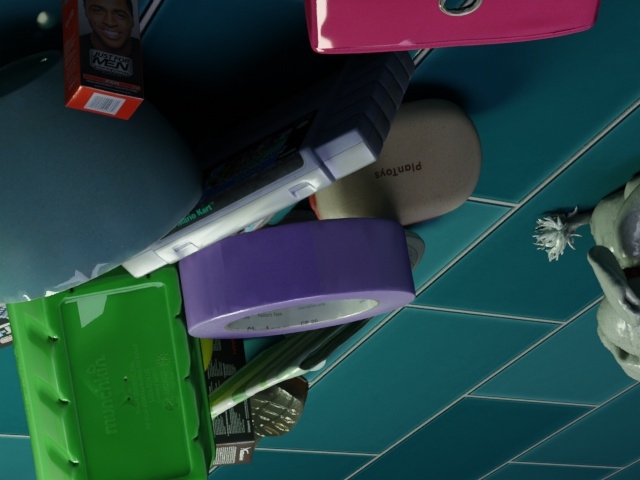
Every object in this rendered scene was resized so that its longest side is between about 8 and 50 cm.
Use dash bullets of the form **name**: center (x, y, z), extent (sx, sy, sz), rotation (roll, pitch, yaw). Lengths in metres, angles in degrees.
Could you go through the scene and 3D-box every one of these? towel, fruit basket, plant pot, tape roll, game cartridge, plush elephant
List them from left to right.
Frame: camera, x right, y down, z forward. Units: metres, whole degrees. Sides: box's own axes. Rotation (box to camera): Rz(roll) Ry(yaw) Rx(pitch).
- **plant pot**: center (-0.298, -0.093, 1.478), extent (0.290, 0.290, 0.195), rotation (-17, 116, 16)
- **fruit basket**: center (-0.265, 0.150, 1.805), extent (0.283, 0.392, 0.392), rotation (-10, 153, -14)
- **game cartridge**: center (-0.067, -0.095, 1.550), extent (0.355, 0.230, 0.068), rotation (-25, 109, 29)
- **towel**: center (-0.055, 0.181, 1.949), extent (0.325, 0.038, 0.248), rotation (-31, -177, 44)
- **tape roll**: center (-0.028, 0.049, 1.611), extent (0.275, 0.090, 0.275), rotation (-9, 168, -2)
- **plush elephant**: center (0.482, 0.049, 1.920), extent (0.330, 0.255, 0.272), rotation (-15, 151, 13)

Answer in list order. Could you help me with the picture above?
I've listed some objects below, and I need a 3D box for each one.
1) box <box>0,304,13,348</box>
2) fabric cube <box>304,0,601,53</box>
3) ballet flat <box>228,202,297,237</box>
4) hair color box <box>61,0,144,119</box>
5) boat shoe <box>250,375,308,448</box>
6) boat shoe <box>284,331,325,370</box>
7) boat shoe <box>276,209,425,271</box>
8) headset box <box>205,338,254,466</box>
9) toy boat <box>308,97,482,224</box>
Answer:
- **box**: center (-0.478, 0.057, 1.877), extent (0.295, 0.073, 0.293), rotation (-19, 151, 19)
- **fabric cube**: center (0.102, -0.336, 1.093), extent (0.254, 0.259, 0.258), rotation (-5, 152, -3)
- **ballet flat**: center (-0.092, -0.038, 1.730), extent (0.241, 0.077, 0.091), rotation (-46, 166, 13)
- **hair color box**: center (-0.225, -0.199, 1.388), extent (0.072, 0.141, 0.043), rotation (10, 147, -30)
- **boat shoe**: center (-0.108, 0.274, 2.340), extent (0.122, 0.120, 0.324), rotation (36, 147, -10)
- **boat shoe**: center (-0.036, 0.114, 2.121), extent (0.065, 0.083, 0.183), rotation (-12, 125, 7)
- **boat shoe**: center (-0.002, 0.002, 1.892), extent (0.320, 0.103, 0.118), rotation (-1, 133, -25)
- **headset box**: center (-0.261, 0.250, 2.141), extent (0.293, 0.218, 0.110), rotation (-5, 152, -9)
- **toy boat**: center (0.082, -0.098, 1.686), extent (0.231, 0.151, 0.151), rotation (-14, -166, -14)
